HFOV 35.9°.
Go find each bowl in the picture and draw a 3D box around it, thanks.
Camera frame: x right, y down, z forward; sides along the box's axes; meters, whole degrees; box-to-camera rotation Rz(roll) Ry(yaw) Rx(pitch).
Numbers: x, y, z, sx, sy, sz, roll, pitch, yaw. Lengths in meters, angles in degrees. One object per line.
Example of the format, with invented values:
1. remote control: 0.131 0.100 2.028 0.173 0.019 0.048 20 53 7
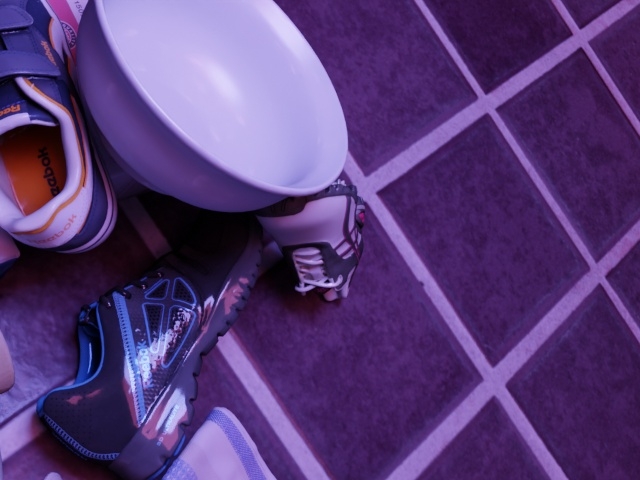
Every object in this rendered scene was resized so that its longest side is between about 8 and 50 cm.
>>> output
1. bowl: -0.122 -0.135 0.941 0.298 0.134 0.298 33 37 -29

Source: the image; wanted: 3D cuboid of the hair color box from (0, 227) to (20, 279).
1. hair color box: -0.459 0.017 0.838 0.347 0.105 0.174 -26 84 -39

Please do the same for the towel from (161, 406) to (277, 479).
1. towel: -0.110 0.324 0.936 0.209 0.034 0.285 63 37 -25

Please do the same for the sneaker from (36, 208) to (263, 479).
1. sneaker: -0.163 0.070 1.013 0.139 0.125 0.341 31 54 -15

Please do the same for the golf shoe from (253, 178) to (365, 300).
1. golf shoe: 0.000 0.000 1.097 0.273 0.105 0.120 23 64 -73

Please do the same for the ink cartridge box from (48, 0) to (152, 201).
1. ink cartridge box: -0.195 -0.169 1.091 0.283 0.117 0.207 -23 85 -38

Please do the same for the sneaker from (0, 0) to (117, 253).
1. sneaker: -0.287 -0.142 0.901 0.126 0.127 0.321 -28 85 5

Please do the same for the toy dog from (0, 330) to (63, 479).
1. toy dog: -0.320 0.222 0.844 0.220 0.161 0.334 -1 86 -29
